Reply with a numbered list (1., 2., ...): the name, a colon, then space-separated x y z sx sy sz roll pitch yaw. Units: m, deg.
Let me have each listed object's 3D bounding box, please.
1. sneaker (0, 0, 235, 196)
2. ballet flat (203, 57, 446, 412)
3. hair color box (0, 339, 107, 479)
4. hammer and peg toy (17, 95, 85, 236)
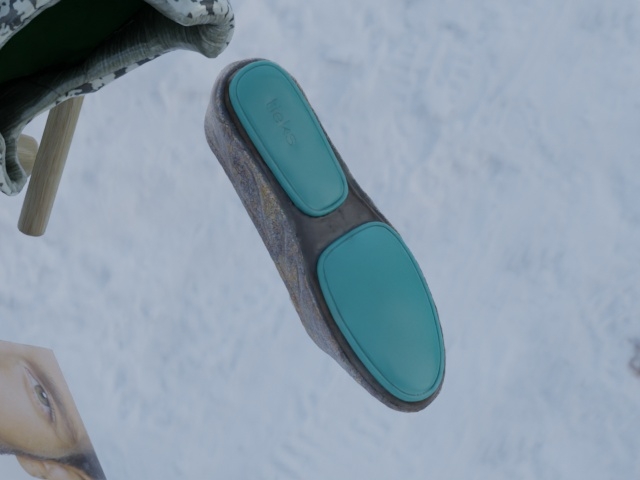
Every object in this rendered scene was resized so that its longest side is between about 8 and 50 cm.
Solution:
1. sneaker: -0.222 -0.093 0.786 0.410 0.158 0.182 -27 57 8
2. ballet flat: 0.000 0.000 1.205 0.107 0.106 0.316 -24 86 -29
3. hair color box: -0.273 0.149 0.926 0.110 0.339 0.185 -34 67 16
4. hammer and peg toy: -0.272 -0.163 1.154 0.127 0.361 0.266 17 92 -31
